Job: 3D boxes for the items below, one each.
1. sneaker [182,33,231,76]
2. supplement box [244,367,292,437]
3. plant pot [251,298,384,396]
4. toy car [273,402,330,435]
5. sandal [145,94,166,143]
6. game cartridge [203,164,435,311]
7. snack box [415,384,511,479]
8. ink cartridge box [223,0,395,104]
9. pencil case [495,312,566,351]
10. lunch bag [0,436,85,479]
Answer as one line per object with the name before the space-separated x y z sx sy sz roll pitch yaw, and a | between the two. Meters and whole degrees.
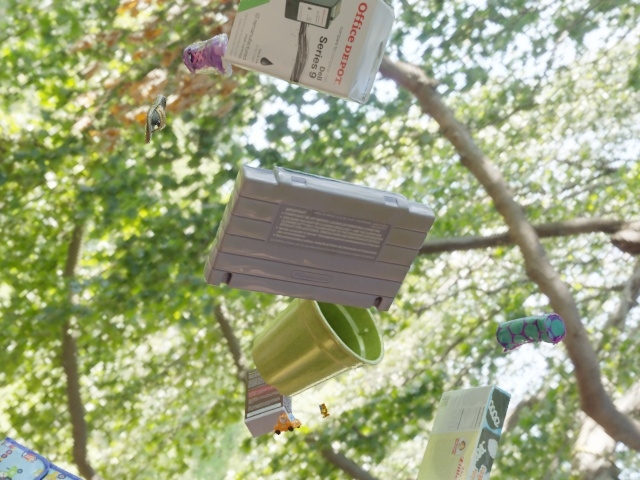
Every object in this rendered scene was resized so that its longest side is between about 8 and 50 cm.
sneaker | -0.266 -0.423 1.890 0.236 0.105 0.095 -148 -126 -74
supplement box | -0.157 0.473 2.464 0.239 0.130 0.073 -94 162 -59
plant pot | -0.025 0.253 2.037 0.276 0.254 0.276 43 23 -23
toy car | -0.043 0.361 1.671 0.060 0.122 0.040 -25 -99 44
sandal | -0.432 -0.326 2.173 0.049 0.180 0.072 11 -47 0
game cartridge | 0.000 0.000 1.408 0.068 0.355 0.230 -116 -137 -55
snack box | 0.297 0.477 1.771 0.060 0.322 0.187 31 -27 -17
ink cartridge box | -0.021 -0.418 1.650 0.289 0.211 0.121 20 8 18
pencil case | 0.465 0.205 1.812 0.152 0.065 0.070 -20 -107 52
lunch bag | -0.624 0.539 1.642 0.293 0.221 0.138 29 -50 13
